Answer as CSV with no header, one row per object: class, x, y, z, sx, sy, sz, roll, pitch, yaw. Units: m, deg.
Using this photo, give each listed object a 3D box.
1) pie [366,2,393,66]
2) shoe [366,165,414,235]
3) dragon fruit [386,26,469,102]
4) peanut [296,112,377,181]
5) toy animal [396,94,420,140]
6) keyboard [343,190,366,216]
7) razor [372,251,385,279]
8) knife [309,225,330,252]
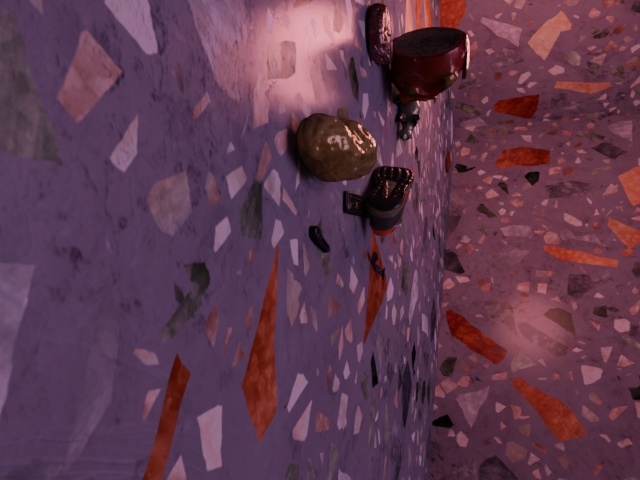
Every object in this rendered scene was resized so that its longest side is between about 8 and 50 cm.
pie,0.200,-0.671,1.783,0.218,0.054,0.204,-56,141,-58
shoe,0.224,-0.116,1.743,0.336,0.133,0.170,-65,158,-56
dragon fruit,0.389,-0.625,1.979,0.305,0.306,0.225,-68,154,-47
peanut,0.037,-0.204,1.216,0.306,0.147,0.146,-19,108,-65
toy animal,0.350,-0.503,2.160,0.121,0.094,0.224,54,38,-72
keyboard,0.101,-0.102,1.551,0.204,0.013,0.061,3,86,-70
razor,0.183,0.077,1.753,0.154,0.028,0.044,60,35,-56
knife,0.000,0.000,1.261,0.121,0.018,0.031,54,42,-61
